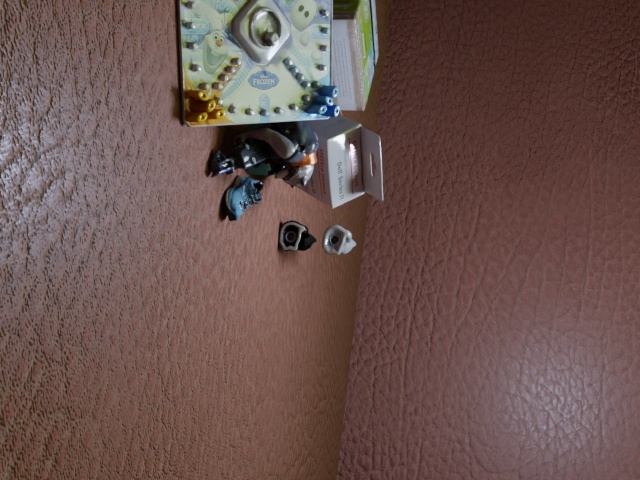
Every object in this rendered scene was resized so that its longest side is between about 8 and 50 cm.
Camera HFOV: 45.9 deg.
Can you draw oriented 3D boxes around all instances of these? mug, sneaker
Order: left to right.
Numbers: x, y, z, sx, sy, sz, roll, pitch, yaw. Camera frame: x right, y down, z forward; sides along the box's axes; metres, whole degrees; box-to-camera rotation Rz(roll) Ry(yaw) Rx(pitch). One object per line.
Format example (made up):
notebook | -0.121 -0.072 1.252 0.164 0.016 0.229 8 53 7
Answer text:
sneaker | -0.179 -0.104 1.794 0.162 0.073 0.063 -72 161 -50
mug | -0.130 -0.243 1.921 0.129 0.097 0.157 49 46 -72

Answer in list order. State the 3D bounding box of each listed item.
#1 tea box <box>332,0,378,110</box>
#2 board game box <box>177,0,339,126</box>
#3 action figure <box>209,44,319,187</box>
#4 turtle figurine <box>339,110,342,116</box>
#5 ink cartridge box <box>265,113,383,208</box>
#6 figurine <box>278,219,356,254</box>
tea box | 0.044 -0.624 2.330 0.329 0.220 0.323 79 20 -47
board game box | -0.112 -0.438 1.561 0.390 0.050 0.390 -11 107 -39
action figure | -0.110 -0.263 1.715 0.341 0.178 0.330 -43 119 -45
turtle figurine | 0.006 -0.325 2.543 0.217 0.087 0.269 -7 109 -70
ink cartridge box | 0.005 -0.225 1.980 0.119 0.353 0.207 -27 129 -28
figurine | 0.000 0.000 2.312 0.209 0.215 0.092 23 72 -79
